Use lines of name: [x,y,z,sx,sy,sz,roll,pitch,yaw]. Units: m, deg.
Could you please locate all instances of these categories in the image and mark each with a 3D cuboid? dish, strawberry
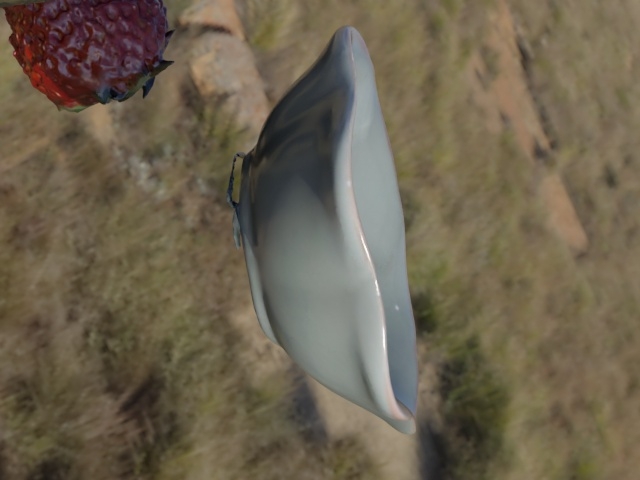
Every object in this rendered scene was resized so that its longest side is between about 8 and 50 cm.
dish: [0.000,0.000,0.699,0.229,0.081,0.229,-9,90,-82]
strawberry: [-0.177,-0.174,0.972,0.131,0.131,0.148,-28,108,-70]

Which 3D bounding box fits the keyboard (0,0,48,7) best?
keyboard: [-0.128,-0.109,0.346,0.106,0.027,0.317,62,30,-2]
